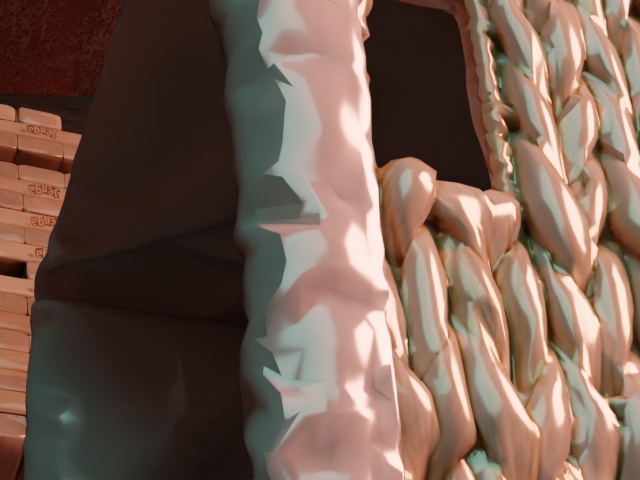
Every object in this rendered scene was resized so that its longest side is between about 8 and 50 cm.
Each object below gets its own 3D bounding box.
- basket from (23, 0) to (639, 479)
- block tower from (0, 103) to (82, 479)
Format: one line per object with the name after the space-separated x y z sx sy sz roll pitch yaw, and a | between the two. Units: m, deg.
0.048 0.062 0.595 0.266 0.331 0.328 10 47 -16 | basket
-0.170 0.046 1.039 0.091 0.097 0.335 10 34 -19 | block tower
